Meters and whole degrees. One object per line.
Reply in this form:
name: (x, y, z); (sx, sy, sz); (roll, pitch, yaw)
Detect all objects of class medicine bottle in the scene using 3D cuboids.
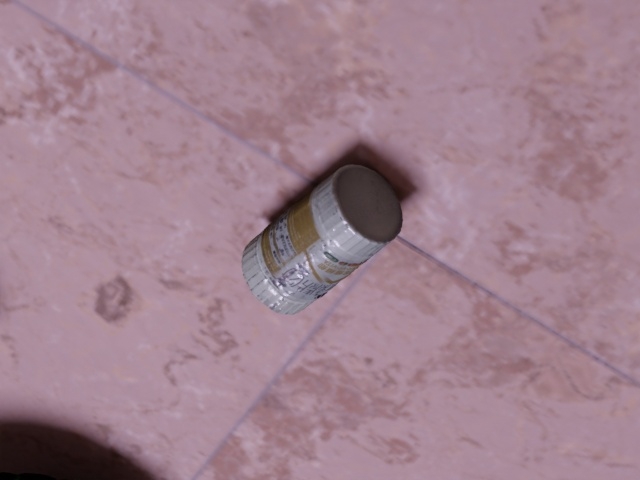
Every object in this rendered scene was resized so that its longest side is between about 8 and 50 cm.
medicine bottle: (0.000, 0.000, 0.953); (0.047, 0.047, 0.083); (39, 134, -14)

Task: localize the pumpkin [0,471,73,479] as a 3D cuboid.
pumpkin: (-0.188, 0.227, 1.184); (0.202, 0.140, 0.202); (-2, 141, -1)
